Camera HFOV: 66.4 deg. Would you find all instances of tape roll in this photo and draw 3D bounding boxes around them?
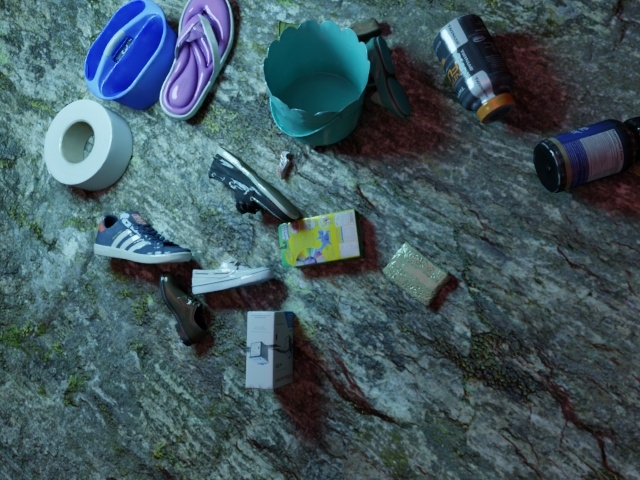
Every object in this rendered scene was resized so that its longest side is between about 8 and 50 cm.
[{"bbox_3d":[-0.762,-0.309,1.604,0.285,0.100,0.287,-3,82,19],"label":"tape roll"}]

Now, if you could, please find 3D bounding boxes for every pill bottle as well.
[{"bbox_3d":[0.379,-0.407,1.182,0.130,0.130,0.246,-25,75,15],"label":"pill bottle"},{"bbox_3d":[0.597,-0.192,1.069,0.219,0.123,0.123,-18,77,4],"label":"pill bottle"}]

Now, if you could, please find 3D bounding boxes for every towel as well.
[{"bbox_3d":[0.239,0.085,1.223,0.148,0.027,0.110,38,97,20],"label":"towel"}]

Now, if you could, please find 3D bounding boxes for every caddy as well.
[{"bbox_3d":[-0.591,-0.583,1.536,0.241,0.179,0.341,43,98,21],"label":"caddy"}]

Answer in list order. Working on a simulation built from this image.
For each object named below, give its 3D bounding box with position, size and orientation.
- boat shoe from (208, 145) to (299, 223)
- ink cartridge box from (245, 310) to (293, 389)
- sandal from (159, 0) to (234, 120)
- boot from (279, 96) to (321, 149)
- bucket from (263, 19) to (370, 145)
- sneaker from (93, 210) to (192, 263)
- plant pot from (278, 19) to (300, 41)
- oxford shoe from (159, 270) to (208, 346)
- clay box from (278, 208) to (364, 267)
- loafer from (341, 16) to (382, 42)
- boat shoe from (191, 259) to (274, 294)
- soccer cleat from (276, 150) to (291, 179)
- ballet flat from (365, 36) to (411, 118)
[{"bbox_3d":[-0.201,-0.130,1.361,0.340,0.127,0.113,41,98,22],"label":"boat shoe"},{"bbox_3d":[-0.130,0.280,1.272,0.082,0.139,0.191,-3,82,18],"label":"ink cartridge box"},{"bbox_3d":[-0.367,-0.565,1.468,0.169,0.102,0.417,15,91,-5],"label":"sandal"},{"bbox_3d":[-0.046,-0.350,1.371,0.086,0.069,0.190,-37,80,5],"label":"boot"},{"bbox_3d":[-0.008,-0.392,1.254,0.280,0.183,0.282,-1,70,2],"label":"bucket"},{"bbox_3d":[-0.535,-0.013,1.463,0.349,0.131,0.148,7,90,21],"label":"sneaker"},{"bbox_3d":[-0.075,-0.591,1.407,0.079,0.083,0.084,1,83,9],"label":"plant pot"},{"bbox_3d":[-0.389,0.182,1.417,0.096,0.083,0.227,-29,85,11],"label":"oxford shoe"},{"bbox_3d":[0.000,0.000,1.308,0.221,0.053,0.128,-10,80,20],"label":"clay box"},{"bbox_3d":[0.096,-0.573,1.351,0.147,0.056,0.050,-12,78,8],"label":"loafer"},{"bbox_3d":[-0.254,0.093,1.366,0.257,0.095,0.085,-11,83,17],"label":"boat shoe"},{"bbox_3d":[-0.102,-0.214,1.387,0.035,0.029,0.084,-1,78,24],"label":"soccer cleat"},{"bbox_3d":[0.166,-0.417,1.299,0.087,0.083,0.248,-28,73,40],"label":"ballet flat"}]
